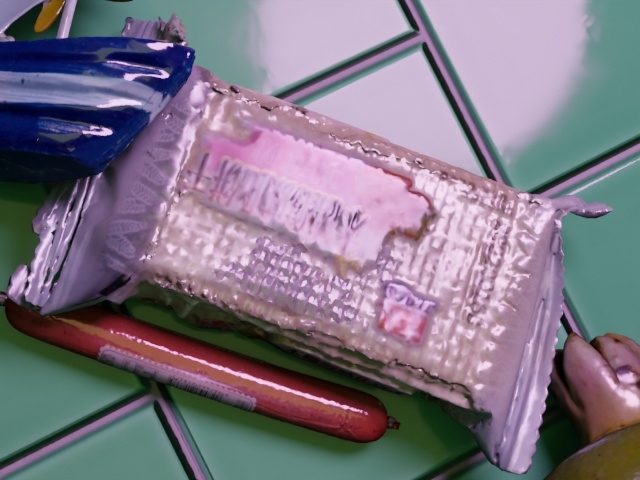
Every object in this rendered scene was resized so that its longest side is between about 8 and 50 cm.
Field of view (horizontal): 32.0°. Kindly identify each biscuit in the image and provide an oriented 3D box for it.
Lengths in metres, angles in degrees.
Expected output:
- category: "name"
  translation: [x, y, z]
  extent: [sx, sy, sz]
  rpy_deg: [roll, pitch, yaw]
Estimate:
- category: "biscuit"
  translation: [-0.002, 0.004, 0.646]
  extent: [0.309, 0.079, 0.186]
  rpy_deg: [22, 75, -6]

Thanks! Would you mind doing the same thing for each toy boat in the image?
- category: "toy boat"
  translation: [-0.162, -0.179, 0.635]
  extent: [0.220, 0.067, 0.291]
  rpy_deg: [3, 75, 16]

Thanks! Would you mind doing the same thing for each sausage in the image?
- category: "sausage"
  translation: [-0.072, 0.073, 0.652]
  extent: [0.253, 0.034, 0.034]
  rpy_deg: [20, 82, -7]

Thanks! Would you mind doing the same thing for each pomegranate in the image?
- category: "pomegranate"
  translation: [0.181, 0.159, 0.620]
  extent: [0.210, 0.179, 0.179]
  rpy_deg: [42, 79, 18]
